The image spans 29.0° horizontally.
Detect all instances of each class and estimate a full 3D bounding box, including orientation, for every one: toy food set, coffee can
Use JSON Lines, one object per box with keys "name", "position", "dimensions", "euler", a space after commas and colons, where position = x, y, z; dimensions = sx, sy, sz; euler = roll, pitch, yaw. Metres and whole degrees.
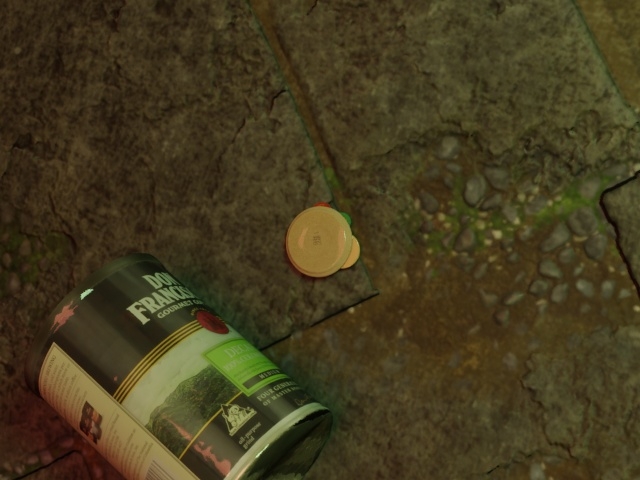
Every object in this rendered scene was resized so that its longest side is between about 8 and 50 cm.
{"name": "toy food set", "position": [0.000, 0.000, 1.391], "dimensions": [0.083, 0.020, 0.082], "euler": [-25, 76, 18]}
{"name": "coffee can", "position": [-0.153, 0.174, 1.340], "dimensions": [0.275, 0.201, 0.201], "euler": [39, 100, 20]}
